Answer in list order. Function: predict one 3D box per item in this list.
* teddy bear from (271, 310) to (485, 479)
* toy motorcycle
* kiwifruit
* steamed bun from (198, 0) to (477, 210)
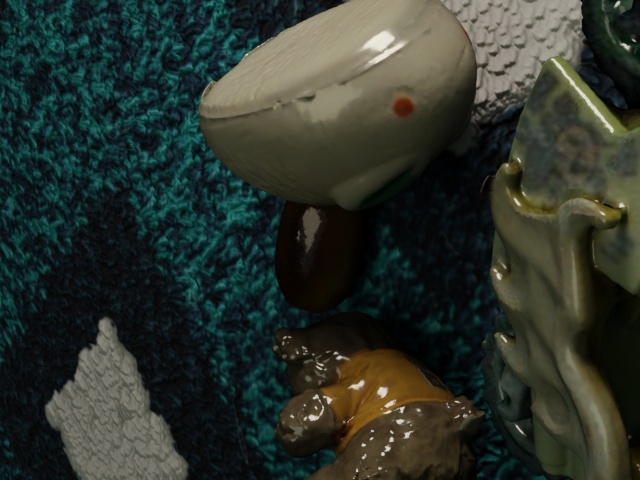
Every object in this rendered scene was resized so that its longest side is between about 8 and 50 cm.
[{"bbox_3d":[0.040,0.134,0.909,0.140,0.177,0.190,-52,50,18],"label":"teddy bear"},{"bbox_3d":[0.206,0.010,0.707,0.237,0.168,0.410,50,140,44],"label":"toy motorcycle"},{"bbox_3d":[0.000,0.000,0.986,0.075,0.075,0.124,30,114,39],"label":"kiwifruit"},{"bbox_3d":[0.021,-0.096,0.882,0.228,0.177,0.131,-8,121,48],"label":"steamed bun"}]
